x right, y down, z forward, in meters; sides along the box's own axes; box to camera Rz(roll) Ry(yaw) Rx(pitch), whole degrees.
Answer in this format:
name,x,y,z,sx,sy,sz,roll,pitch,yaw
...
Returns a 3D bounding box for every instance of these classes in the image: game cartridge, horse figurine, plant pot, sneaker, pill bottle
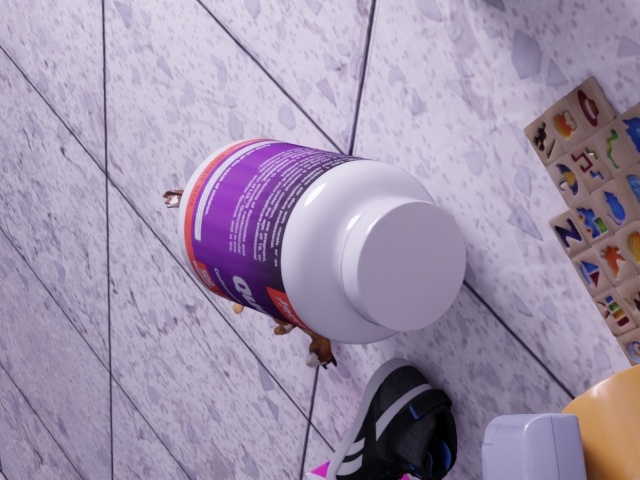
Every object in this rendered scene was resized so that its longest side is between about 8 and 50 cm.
name,x,y,z,sx,sy,sz,roll,pitch,yaw
game cartridge,0.176,0.285,1.276,0.196,0.060,0.294,139,128,-79
horse figurine,-0.073,0.033,1.855,0.066,0.174,0.263,-40,75,18
plant pot,0.285,0.206,1.286,0.205,0.205,0.188,104,149,-54
sneaker,0.082,0.248,1.755,0.121,0.079,0.217,43,129,38
pill bottle,0.000,0.000,1.608,0.323,0.181,0.181,17,128,57

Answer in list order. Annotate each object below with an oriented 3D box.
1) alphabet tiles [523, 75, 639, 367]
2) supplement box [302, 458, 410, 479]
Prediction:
name,x,y,z,sx,sy,sz,roll,pitch,yaw
alphabet tiles,0.255,-0.012,1.324,0.237,0.009,0.198,61,155,6
supplement box,0.073,0.359,1.894,0.220,0.111,0.114,54,153,18
